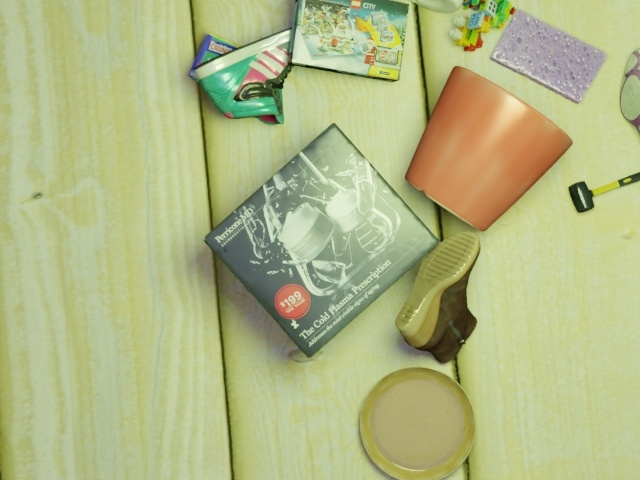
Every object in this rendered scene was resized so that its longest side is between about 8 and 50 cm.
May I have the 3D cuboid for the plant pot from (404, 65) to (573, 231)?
[{"bbox_3d":[0.311,-0.169,1.699,0.275,0.275,0.243,35,100,6],"label":"plant pot"}]

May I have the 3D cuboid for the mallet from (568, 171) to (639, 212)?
[{"bbox_3d":[0.601,-0.122,1.773,0.189,0.039,0.062,-27,82,-2],"label":"mallet"}]

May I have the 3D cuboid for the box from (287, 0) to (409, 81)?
[{"bbox_3d":[0.058,-0.421,1.759,0.233,0.044,0.159,7,92,-16],"label":"box"}]

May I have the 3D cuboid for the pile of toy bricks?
[{"bbox_3d":[0.361,-0.492,1.791,0.105,0.118,0.212,27,76,-32],"label":"pile of toy bricks"}]

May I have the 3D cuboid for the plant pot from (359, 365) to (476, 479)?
[{"bbox_3d":[0.200,0.376,1.774,0.236,0.032,0.236,0,86,6],"label":"plant pot"}]

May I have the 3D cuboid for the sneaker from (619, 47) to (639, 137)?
[{"bbox_3d":[0.708,-0.248,1.749,0.152,0.114,0.305,-16,85,-15],"label":"sneaker"}]

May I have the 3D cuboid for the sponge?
[{"bbox_3d":[0.474,-0.383,1.798,0.210,0.031,0.117,29,89,5],"label":"sponge"}]

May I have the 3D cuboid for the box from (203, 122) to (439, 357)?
[{"bbox_3d":[0.000,0.000,1.721,0.343,0.179,0.312,-42,90,0],"label":"box"}]

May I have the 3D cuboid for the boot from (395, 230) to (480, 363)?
[{"bbox_3d":[0.262,0.116,1.715,0.248,0.207,0.090,-53,48,0],"label":"boot"}]

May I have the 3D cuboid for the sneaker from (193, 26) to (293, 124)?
[{"bbox_3d":[-0.098,-0.333,1.800,0.295,0.124,0.178,-27,105,-17],"label":"sneaker"}]

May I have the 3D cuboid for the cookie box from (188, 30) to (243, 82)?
[{"bbox_3d":[-0.218,-0.379,1.850,0.091,0.040,0.107,25,88,6],"label":"cookie box"}]

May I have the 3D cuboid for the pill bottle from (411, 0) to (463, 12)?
[{"bbox_3d":[0.268,-0.629,1.765,0.160,0.160,0.283,24,88,6],"label":"pill bottle"}]
